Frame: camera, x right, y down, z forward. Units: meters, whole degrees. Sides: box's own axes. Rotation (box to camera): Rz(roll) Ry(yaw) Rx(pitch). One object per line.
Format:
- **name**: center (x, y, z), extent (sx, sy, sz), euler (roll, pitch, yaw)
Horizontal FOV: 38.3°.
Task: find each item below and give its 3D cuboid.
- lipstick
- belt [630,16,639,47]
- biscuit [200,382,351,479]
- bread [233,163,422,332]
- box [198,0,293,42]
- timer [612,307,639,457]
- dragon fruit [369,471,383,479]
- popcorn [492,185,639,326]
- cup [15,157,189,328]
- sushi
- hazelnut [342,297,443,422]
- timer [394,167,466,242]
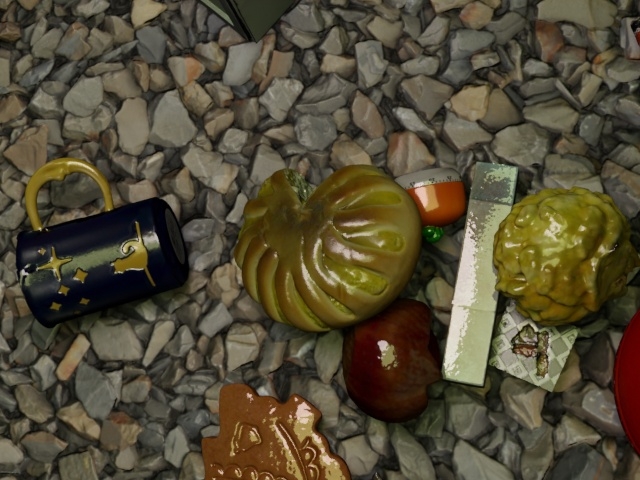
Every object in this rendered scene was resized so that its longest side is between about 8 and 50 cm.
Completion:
- **lipstick**: center (0.268, 0.057, 1.545), extent (0.076, 0.080, 0.371), euler (9, 80, 13)
- **belt**: center (0.711, -0.388, 1.551), extent (0.360, 0.126, 0.094), euler (-14, 67, -1)
- **biscuit**: center (-0.104, 0.399, 1.548), extent (0.284, 0.043, 0.306), euler (33, 89, 17)
- **bread**: center (0.000, 0.000, 1.502), extent (0.333, 0.160, 0.333), euler (-16, 54, 23)
- **box**: center (-0.183, -0.486, 1.623), extent (0.225, 0.225, 0.117), euler (40, 87, 12)
- **timer**: center (0.638, 0.219, 1.384), extent (0.378, 0.279, 0.377), euler (-1, 82, 9)
- **dragon fruit**: center (0.087, 0.533, 1.492), extent (0.344, 0.100, 0.282), euler (-28, 74, 1)
- **popcorn**: center (0.404, 0.029, 1.472), extent (0.266, 0.192, 0.233), euler (14, 87, -26)
- **cup**: center (-0.379, 0.002, 1.560), extent (0.256, 0.255, 0.178), euler (-17, 40, 2)
- **sushi**: center (0.354, 0.176, 1.551), extent (0.126, 0.026, 0.120), euler (24, 84, 18)
- **hazelnut**: center (0.116, 0.198, 1.514), extent (0.161, 0.170, 0.201), euler (-4, 98, -14)
- **timer**: center (0.186, -0.057, 1.576), extent (0.136, 0.099, 0.136), euler (1, 92, 19)
